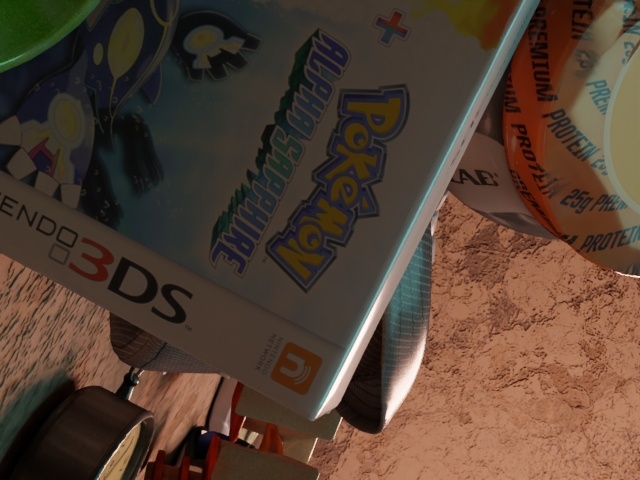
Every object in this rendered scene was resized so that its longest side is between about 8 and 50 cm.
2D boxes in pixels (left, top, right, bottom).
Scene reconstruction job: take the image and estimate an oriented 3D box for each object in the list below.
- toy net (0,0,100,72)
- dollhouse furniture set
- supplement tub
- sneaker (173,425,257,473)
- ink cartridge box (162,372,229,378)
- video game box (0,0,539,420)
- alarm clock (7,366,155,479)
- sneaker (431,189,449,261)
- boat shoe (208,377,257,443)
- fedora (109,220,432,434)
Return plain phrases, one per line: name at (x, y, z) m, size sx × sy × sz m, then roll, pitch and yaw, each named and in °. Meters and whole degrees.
toy net at (-0.087, -0.104, 0.207) m, size 0.122 × 0.045 × 0.232 m, roll -34°, pitch 168°, yaw 6°
dollhouse furniture set at (-0.079, 0.164, 1.080) m, size 0.262 × 0.135 × 0.259 m, roll -95°, pitch -157°, yaw -66°
supplement tub at (0.096, -0.128, 0.513) m, size 0.193 × 0.194 × 0.316 m, roll -66°, pitch -151°, yaw 23°
sneaker at (-0.137, 0.337, 1.332) m, size 0.182 × 0.128 × 0.315 m, roll -58°, pitch 170°, yaw -23°
ink cartridge box at (-0.072, 0.034, 0.936) m, size 0.115 × 0.067 × 0.198 m, roll -56°, pitch 170°, yaw -48°
video game box at (-0.035, -0.076, 0.340) m, size 0.205 × 0.187 × 0.048 m, roll -64°, pitch 173°, yaw 2°
alarm clock at (-0.160, 0.146, 0.741) m, size 0.192 × 0.064 × 0.129 m, roll -60°, pitch 172°, yaw -7°
sneaker at (0.000, 0.000, 0.778) m, size 0.180 × 0.125 × 0.321 m, roll -35°, pitch 156°, yaw -35°
boat shoe at (-0.069, 0.180, 1.375) m, size 0.109 × 0.094 × 0.302 m, roll -56°, pitch 170°, yaw -45°
fedora at (-0.049, -0.017, 0.519) m, size 0.275 × 0.124 × 0.243 m, roll -165°, pitch -115°, yaw -74°
